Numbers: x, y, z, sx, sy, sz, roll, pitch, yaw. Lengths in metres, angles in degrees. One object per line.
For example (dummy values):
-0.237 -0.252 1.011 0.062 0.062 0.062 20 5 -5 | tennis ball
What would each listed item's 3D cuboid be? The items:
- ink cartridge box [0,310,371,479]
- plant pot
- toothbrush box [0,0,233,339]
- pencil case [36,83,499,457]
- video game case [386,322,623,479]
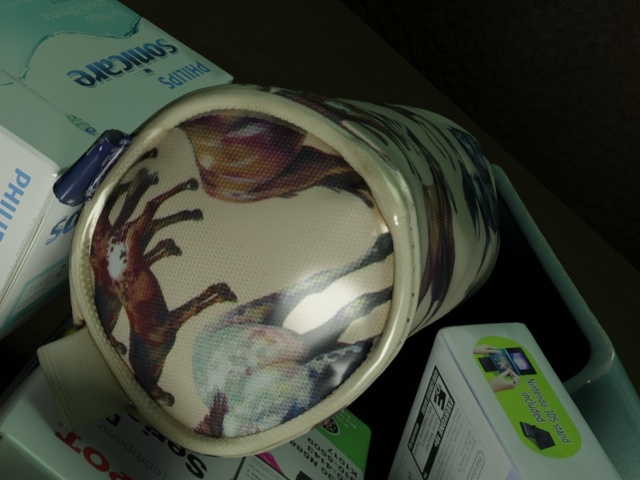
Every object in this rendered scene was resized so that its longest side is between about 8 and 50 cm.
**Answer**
-0.088 0.140 0.686 0.201 0.117 0.278 42 18 -8 | ink cartridge box
0.126 0.148 0.958 0.252 0.248 0.247 49 12 -35 | plant pot
-0.228 -0.098 0.680 0.295 0.126 0.216 33 25 5 | toothbrush box
0.000 0.000 0.714 0.410 0.183 0.160 -19 91 -75 | pencil case
0.102 0.225 0.686 0.061 0.269 0.244 -3 40 -21 | video game case
